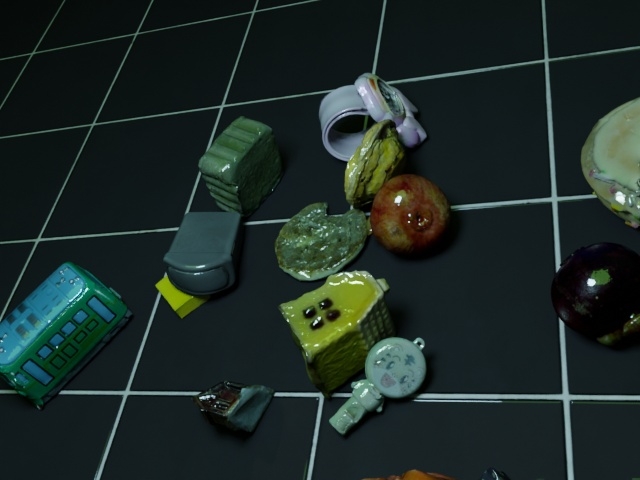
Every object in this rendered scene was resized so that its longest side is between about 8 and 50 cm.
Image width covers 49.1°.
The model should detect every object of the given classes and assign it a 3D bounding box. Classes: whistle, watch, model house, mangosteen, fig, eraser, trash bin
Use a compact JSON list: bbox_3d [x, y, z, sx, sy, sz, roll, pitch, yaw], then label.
[{"bbox_3d":[0.121,0.297,1.447,0.126,0.067,0.258,44,88,-3],"label":"whistle"},{"bbox_3d":[0.121,-0.320,1.890,0.217,0.248,0.211,-34,44,29],"label":"watch"},{"bbox_3d":[0.057,0.189,1.493,0.234,0.193,0.174,-26,47,-3],"label":"model house"},{"bbox_3d":[0.565,0.116,1.364,0.194,0.194,0.230,-38,75,-9],"label":"mangosteen"},{"bbox_3d":[-0.209,0.347,1.513,0.152,0.165,0.106,6,73,28],"label":"model house"},{"bbox_3d":[0.202,-0.060,1.649,0.205,0.205,0.205,-11,50,14],"label":"fig"},{"bbox_3d":[-0.353,0.129,1.802,0.097,0.045,0.122,-38,50,-13],"label":"eraser"},{"bbox_3d":[-0.292,0.030,1.786,0.177,0.101,0.236,0,40,9],"label":"trash bin"}]

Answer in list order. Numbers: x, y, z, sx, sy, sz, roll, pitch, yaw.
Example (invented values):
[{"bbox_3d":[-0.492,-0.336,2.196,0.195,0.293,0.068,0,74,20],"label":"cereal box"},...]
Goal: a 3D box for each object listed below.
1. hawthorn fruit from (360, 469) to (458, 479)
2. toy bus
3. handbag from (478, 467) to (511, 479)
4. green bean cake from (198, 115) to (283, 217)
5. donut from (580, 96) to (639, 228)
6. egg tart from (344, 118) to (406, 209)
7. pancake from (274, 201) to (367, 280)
[{"bbox_3d":[0.150,0.532,1.143,0.277,0.277,0.298,-17,70,9],"label":"hawthorn fruit"},{"bbox_3d":[-0.666,0.225,1.753,0.183,0.199,0.343,30,70,36],"label":"toy bus"},{"bbox_3d":[0.297,0.486,1.240,0.139,0.072,0.115,-39,54,3],"label":"handbag"},{"bbox_3d":[-0.207,-0.189,1.879,0.125,0.227,0.222,21,63,28],"label":"green bean cake"},{"bbox_3d":[0.754,-0.191,1.538,0.371,0.150,0.307,-24,48,3],"label":"donut"},{"bbox_3d":[0.145,-0.181,1.734,0.106,0.241,0.241,27,66,18],"label":"egg tart"},{"bbox_3d":[0.000,0.000,1.768,0.254,0.037,0.253,-12,50,14],"label":"pancake"}]
